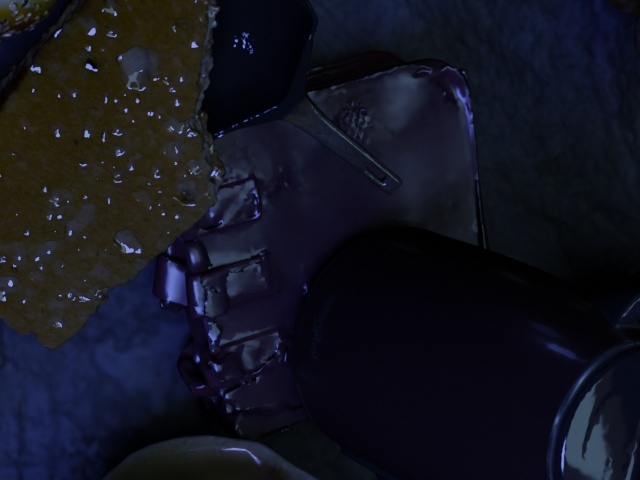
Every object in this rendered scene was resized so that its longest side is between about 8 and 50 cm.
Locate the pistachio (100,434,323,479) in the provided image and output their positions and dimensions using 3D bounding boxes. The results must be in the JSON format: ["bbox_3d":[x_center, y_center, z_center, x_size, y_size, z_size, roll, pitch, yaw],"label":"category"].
[{"bbox_3d":[-0.042,0.272,0.792,0.238,0.229,0.321,-16,105,7],"label":"pistachio"}]

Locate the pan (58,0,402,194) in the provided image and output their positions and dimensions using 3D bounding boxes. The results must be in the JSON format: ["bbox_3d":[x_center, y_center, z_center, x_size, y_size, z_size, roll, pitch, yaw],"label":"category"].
[{"bbox_3d":[-0.054,-0.092,0.742,0.128,0.048,0.202,-21,124,14],"label":"pan"}]

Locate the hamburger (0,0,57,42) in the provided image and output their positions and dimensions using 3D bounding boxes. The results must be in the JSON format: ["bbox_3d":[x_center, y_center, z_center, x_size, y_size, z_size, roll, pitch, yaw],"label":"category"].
[{"bbox_3d":[-0.192,-0.129,0.681,0.126,0.141,0.081,-15,92,-15],"label":"hamburger"}]

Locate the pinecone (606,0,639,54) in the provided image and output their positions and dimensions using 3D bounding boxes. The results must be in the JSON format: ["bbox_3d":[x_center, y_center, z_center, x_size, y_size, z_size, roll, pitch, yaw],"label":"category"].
[{"bbox_3d":[0.321,-0.216,0.906,0.309,0.244,0.244,-12,105,-42],"label":"pinecone"}]

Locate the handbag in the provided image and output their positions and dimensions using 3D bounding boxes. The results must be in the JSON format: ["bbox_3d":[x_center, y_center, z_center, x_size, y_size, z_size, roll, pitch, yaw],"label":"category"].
[{"bbox_3d":[-0.001,-0.001,0.847,0.216,0.074,0.203,-19,108,-22],"label":"handbag"}]

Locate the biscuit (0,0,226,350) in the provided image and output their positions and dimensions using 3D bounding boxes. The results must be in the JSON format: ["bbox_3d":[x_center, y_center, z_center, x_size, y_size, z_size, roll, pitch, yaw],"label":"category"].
[{"bbox_3d":[-0.121,-0.043,0.730,0.131,0.026,0.237,35,117,-29],"label":"biscuit"}]

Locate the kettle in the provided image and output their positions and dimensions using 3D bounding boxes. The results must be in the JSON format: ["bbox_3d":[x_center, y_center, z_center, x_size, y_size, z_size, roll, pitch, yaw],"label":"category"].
[{"bbox_3d":[0.090,0.102,0.739,0.144,0.232,0.202,22,89,-30],"label":"kettle"}]

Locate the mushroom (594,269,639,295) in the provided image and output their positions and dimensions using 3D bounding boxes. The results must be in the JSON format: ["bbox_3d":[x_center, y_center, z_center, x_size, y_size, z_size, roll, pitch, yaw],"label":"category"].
[{"bbox_3d":[0.254,0.191,0.910,0.345,0.259,0.345,-4,99,-31],"label":"mushroom"}]
